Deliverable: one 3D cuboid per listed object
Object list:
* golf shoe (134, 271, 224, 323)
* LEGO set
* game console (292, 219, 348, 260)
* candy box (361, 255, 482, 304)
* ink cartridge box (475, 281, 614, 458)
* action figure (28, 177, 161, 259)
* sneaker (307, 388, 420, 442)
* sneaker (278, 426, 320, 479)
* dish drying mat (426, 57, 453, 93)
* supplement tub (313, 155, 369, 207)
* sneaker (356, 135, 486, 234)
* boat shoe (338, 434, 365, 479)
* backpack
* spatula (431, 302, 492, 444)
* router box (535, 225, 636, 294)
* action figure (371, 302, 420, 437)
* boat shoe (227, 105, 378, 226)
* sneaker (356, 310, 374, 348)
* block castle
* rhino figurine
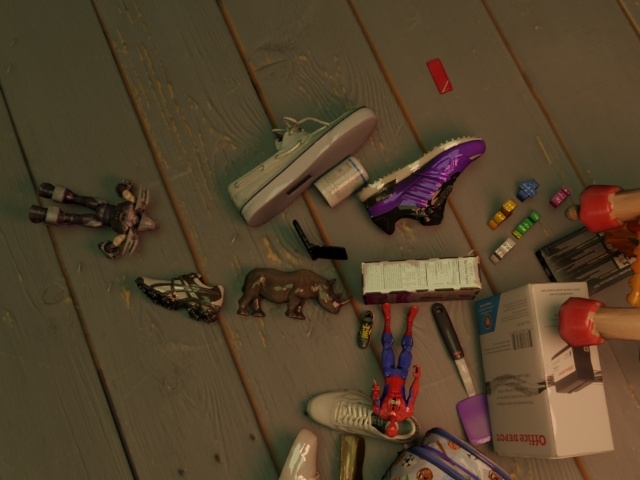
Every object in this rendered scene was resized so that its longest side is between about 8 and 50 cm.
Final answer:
[{"bbox_3d":[-0.302,0.107,1.605,0.198,0.077,0.094,21,66,6],"label":"golf shoe"},{"bbox_3d":[0.423,-0.062,1.550,0.227,0.093,0.087,-43,77,-4],"label":"LEGO set"},{"bbox_3d":[0.000,0.000,1.565,0.071,0.122,0.107,-29,76,-2],"label":"game console"},{"bbox_3d":[0.202,0.083,1.507,0.233,0.159,0.071,-3,78,4],"label":"candy box"},{"bbox_3d":[0.416,0.248,1.405,0.129,0.223,0.307,-1,77,-17],"label":"ink cartridge box"},{"bbox_3d":[-0.489,-0.061,1.646,0.285,0.099,0.185,12,72,4],"label":"action figure"},{"bbox_3d":[0.086,0.354,1.494,0.235,0.095,0.090,9,80,9],"label":"sneaker"},{"bbox_3d":[-0.009,0.530,1.457,0.169,0.108,0.292,15,89,14],"label":"sneaker"},{"bbox_3d":[0.271,-0.374,1.678,0.032,0.008,0.083,-21,77,2],"label":"dish drying mat"},{"bbox_3d":[0.046,-0.128,1.615,0.107,0.071,0.071,-36,77,-2],"label":"supplement tub"},{"bbox_3d":[0.238,-0.106,1.583,0.293,0.102,0.146,-28,81,4],"label":"sneaker"},{"bbox_3d":[0.054,0.472,1.494,0.048,0.056,0.153,1,78,30],"label":"boat shoe"},{"bbox_3d":[0.238,0.476,1.364,0.276,0.263,0.213,27,82,12],"label":"backpack"},{"bbox_3d":[0.294,0.267,1.524,0.084,0.030,0.296,-20,76,0],"label":"spatula"},{"bbox_3d":[0.561,0.040,1.538,0.179,0.046,0.133,-26,77,0],"label":"router box"},{"bbox_3d":[0.149,0.237,1.442,0.091,0.139,0.280,5,57,4],"label":"action figure"},{"bbox_3d":[-0.055,-0.199,1.620,0.367,0.136,0.156,-39,73,6],"label":"boat shoe"},{"bbox_3d":[0.093,0.187,1.559,0.031,0.035,0.083,9,79,8],"label":"sneaker"},{"bbox_3d":[0.618,0.099,1.340,0.453,0.213,0.303,25,72,-34],"label":"block castle"},{"bbox_3d":[-0.053,0.113,1.572,0.243,0.073,0.106,2,81,5],"label":"rhino figurine"}]
